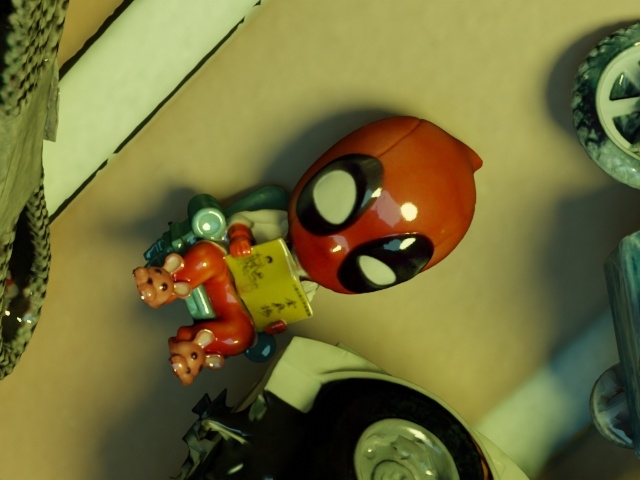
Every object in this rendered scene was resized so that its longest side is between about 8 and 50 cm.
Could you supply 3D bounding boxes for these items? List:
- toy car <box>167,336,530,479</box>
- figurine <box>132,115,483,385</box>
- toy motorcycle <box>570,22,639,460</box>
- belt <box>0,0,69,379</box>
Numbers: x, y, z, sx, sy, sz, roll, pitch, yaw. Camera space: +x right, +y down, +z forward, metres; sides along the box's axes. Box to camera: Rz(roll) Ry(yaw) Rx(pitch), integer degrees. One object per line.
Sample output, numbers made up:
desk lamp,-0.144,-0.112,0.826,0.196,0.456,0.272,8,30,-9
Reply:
toy car,0.065,0.165,0.661,0.301,0.118,0.193,31,138,-6
figurine,0.000,0.000,0.646,0.140,0.075,0.068,-25,102,4
toy motorcycle,0.170,0.036,0.600,0.135,0.092,0.254,-5,74,-4
belt,-0.134,-0.056,0.565,0.094,0.126,0.360,23,132,2
